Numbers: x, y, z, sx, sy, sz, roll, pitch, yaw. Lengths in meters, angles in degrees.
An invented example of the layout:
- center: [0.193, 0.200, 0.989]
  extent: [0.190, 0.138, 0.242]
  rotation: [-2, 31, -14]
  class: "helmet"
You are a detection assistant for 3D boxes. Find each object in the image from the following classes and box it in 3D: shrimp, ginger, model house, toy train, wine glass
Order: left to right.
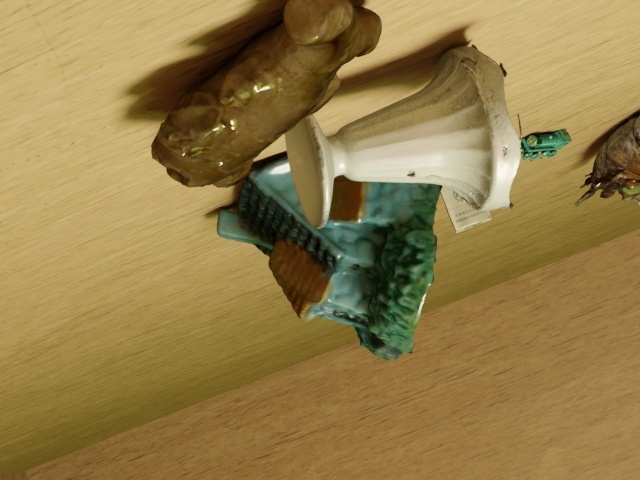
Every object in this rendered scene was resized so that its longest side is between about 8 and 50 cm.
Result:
- center: [-0.045, -0.124, 1.087]
  extent: [0.166, 0.080, 0.333]
  rotation: [-31, 172, -40]
  class: "ginger"
- center: [0.000, 0.000, 1.512]
  extent: [0.241, 0.226, 0.261]
  rotation: [11, 164, -4]
  class: "model house"
- center: [0.075, -0.089, 1.267]
  extent: [0.196, 0.165, 0.165]
  rotation: [-14, 169, -11]
  class: "wine glass"
- center: [0.305, -0.132, 1.833]
  extent: [0.092, 0.029, 0.045]
  rotation: [-7, 156, -47]
  class: "toy train"
- center: [0.481, -0.115, 2.017]
  extent: [0.145, 0.116, 0.343]
  rotation: [8, 164, -16]
  class: "shrimp"

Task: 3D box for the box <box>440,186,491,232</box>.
- center: [0.197, -0.058, 1.841]
  extent: [0.054, 0.083, 0.024]
  rotation: [-21, 168, 4]
  class: "box"
